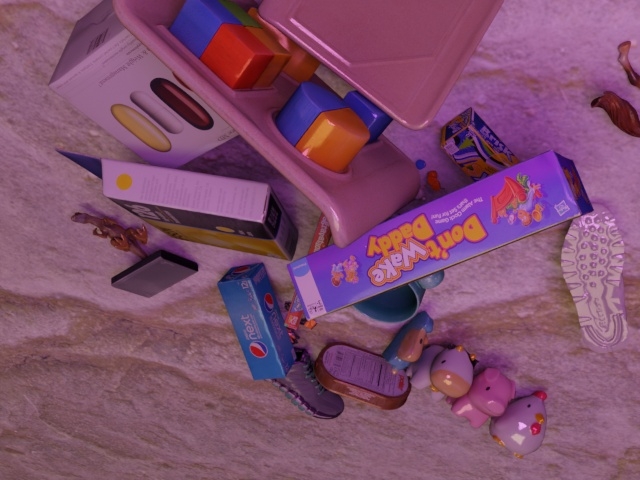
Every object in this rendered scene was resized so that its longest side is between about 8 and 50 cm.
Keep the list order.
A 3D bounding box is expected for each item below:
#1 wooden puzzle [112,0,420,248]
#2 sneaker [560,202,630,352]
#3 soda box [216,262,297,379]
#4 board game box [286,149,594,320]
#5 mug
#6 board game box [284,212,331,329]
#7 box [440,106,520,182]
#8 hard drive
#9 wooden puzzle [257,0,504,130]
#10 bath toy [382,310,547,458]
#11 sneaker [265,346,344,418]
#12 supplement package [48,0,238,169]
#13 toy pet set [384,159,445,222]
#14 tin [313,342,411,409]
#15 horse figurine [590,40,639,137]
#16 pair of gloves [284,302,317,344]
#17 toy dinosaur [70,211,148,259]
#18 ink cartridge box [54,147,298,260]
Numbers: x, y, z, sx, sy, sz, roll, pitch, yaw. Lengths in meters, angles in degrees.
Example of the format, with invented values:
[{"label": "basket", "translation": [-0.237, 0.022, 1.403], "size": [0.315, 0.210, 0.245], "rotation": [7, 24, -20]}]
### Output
[{"label": "wooden puzzle", "translation": [-0.022, -0.171, 0.792], "size": [0.348, 0.322, 0.080], "rotation": [48, 114, 5]}, {"label": "sneaker", "translation": [0.422, 0.051, 1.061], "size": [0.090, 0.095, 0.235], "rotation": [-3, 108, 24]}, {"label": "soda box", "translation": [-0.115, 0.150, 1.274], "size": [0.071, 0.067, 0.210], "rotation": [-10, 110, 23]}, {"label": "board game box", "translation": [0.161, -0.004, 0.895], "size": [0.347, 0.233, 0.078], "rotation": [-24, 83, 25]}, {"label": "mug", "translation": [0.124, 0.061, 1.131], "size": [0.157, 0.097, 0.129], "rotation": [14, 135, 16]}, {"label": "board game box", "translation": [0.000, 0.000, 1.095], "size": [0.027, 0.145, 0.281], "rotation": [20, 132, 0]}, {"label": "box", "translation": [0.246, -0.106, 0.991], "size": [0.054, 0.059, 0.169], "rotation": [-34, 113, 33]}, {"label": "hard drive", "translation": [-0.308, 0.063, 1.286], "size": [0.135, 0.022, 0.094], "rotation": [-27, 147, 27]}, {"label": "wooden puzzle", "translation": [0.076, -0.279, 0.822], "size": [0.238, 0.221, 0.044], "rotation": [34, 167, -10]}, {"label": "bath toy", "translation": [0.283, 0.266, 1.255], "size": [0.348, 0.151, 0.129], "rotation": [36, 94, -14]}, {"label": "sneaker", "translation": [-0.030, 0.273, 1.376], "size": [0.223, 0.083, 0.098], "rotation": [34, 125, -12]}, {"label": "supplement package", "translation": [-0.207, -0.230, 0.929], "size": [0.194, 0.149, 0.203], "rotation": [-23, 135, 32]}, {"label": "toy pet set", "translation": [0.163, -0.049, 1.080], "size": [0.122, 0.065, 0.114], "rotation": [-44, 72, 35]}, {"label": "tin", "translation": [0.081, 0.256, 1.310], "size": [0.189, 0.106, 0.040], "rotation": [19, 131, 0]}, {"label": "horse figurine", "translation": [0.478, -0.188, 0.852], "size": [0.263, 0.066, 0.174], "rotation": [-18, 116, 25]}, {"label": "pair of gloves", "translation": [-0.056, 0.159, 1.319], "size": [0.074, 0.010, 0.083], "rotation": [40, 111, -10]}, {"label": "toy dinosaur", "translation": [-0.353, 0.003, 1.272], "size": [0.211, 0.064, 0.112], "rotation": [43, 159, -25]}, {"label": "ink cartridge box", "translation": [-0.204, -0.045, 1.059], "size": [0.307, 0.072, 0.303], "rotation": [8, 171, 7]}]
